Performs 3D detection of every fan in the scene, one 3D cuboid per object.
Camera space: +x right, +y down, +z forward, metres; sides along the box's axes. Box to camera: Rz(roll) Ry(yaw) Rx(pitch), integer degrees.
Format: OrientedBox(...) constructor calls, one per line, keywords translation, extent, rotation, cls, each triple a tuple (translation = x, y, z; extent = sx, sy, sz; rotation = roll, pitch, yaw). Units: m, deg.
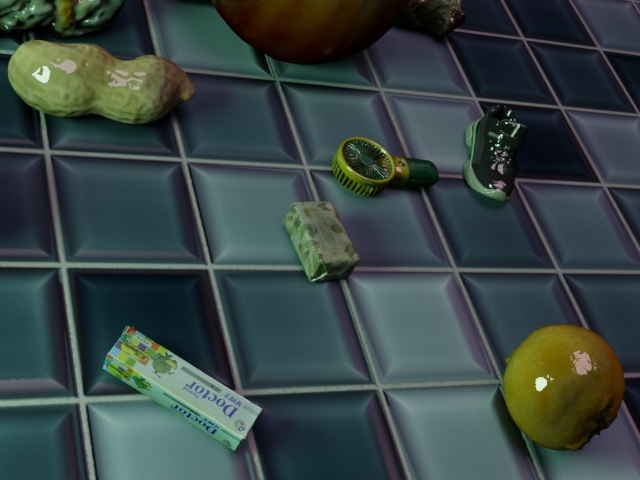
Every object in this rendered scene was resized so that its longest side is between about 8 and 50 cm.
OrientedBox(translation=(0.088, -0.092, 1.354), extent=(0.155, 0.039, 0.082), rotation=(4, 49, -25), cls="fan")

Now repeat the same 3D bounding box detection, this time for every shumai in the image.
OrientedBox(translation=(0.181, -0.368, 1.620), extent=(0.124, 0.099, 0.087), rotation=(-26, 86, -15), cls="shumai")

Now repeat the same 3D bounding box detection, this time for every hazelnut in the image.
OrientedBox(translation=(-0.037, -0.451, 1.420), extent=(0.359, 0.359, 0.409), rotation=(-7, 46, -31), cls="hazelnut")

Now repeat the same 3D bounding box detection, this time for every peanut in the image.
OrientedBox(translation=(-0.262, -0.193, 1.236), extent=(0.228, 0.085, 0.104), rotation=(6, 46, -24), cls="peanut")

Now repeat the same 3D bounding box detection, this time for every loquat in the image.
OrientedBox(translation=(0.274, 0.166, 1.154), extent=(0.141, 0.141, 0.141), rotation=(14, 46, -15), cls="loquat")

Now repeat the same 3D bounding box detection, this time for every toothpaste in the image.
OrientedBox(translation=(-0.140, 0.149, 1.029), extent=(0.164, 0.034, 0.046), rotation=(32, 48, 2), cls="toothpaste")

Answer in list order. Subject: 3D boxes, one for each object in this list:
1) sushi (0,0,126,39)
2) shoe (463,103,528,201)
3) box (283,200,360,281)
OrientedBox(translation=(-0.393, -0.359, 1.239), extent=(0.350, 0.211, 0.171), rotation=(-14, 54, -41), cls="sushi")
OrientedBox(translation=(0.255, -0.136, 1.434), extent=(0.071, 0.099, 0.169), rotation=(18, 46, -15), cls="shoe")
OrientedBox(translation=(0.000, 0.000, 1.224), extent=(0.062, 0.045, 0.098), rotation=(-6, 53, -32), cls="box")
